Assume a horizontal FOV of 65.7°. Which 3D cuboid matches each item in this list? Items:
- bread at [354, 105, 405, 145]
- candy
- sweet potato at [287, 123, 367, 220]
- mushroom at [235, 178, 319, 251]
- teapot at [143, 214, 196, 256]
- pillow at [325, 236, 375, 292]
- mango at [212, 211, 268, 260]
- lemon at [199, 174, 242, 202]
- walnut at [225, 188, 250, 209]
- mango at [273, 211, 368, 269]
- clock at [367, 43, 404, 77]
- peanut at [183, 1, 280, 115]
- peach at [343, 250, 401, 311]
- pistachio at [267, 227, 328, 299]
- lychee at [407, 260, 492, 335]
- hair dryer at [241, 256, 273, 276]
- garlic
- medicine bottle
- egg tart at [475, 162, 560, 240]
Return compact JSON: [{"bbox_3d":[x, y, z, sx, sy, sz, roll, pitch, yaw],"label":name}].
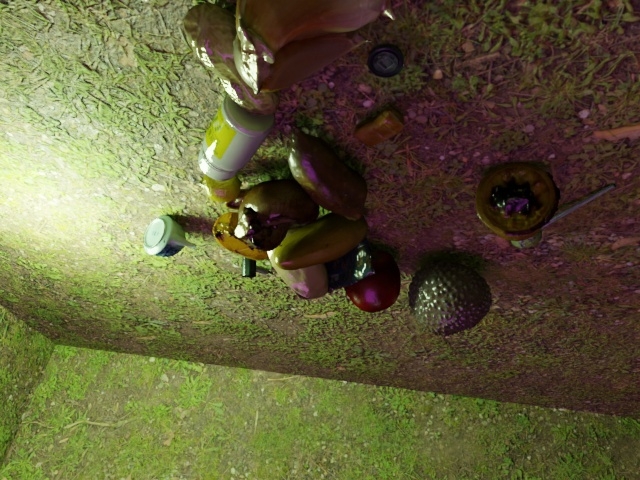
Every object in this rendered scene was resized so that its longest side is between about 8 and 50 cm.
[{"bbox_3d":[0.153,-0.292,1.285,0.132,0.053,0.074,-20,138,42],"label":"bread"},{"bbox_3d":[0.714,-0.074,1.477,0.335,0.092,0.093,-37,89,41],"label":"candy"},{"bbox_3d":[0.010,-0.185,1.411,0.158,0.157,0.370,-17,142,37],"label":"sweet potato"},{"bbox_3d":[-0.140,-0.087,1.513,0.263,0.283,0.195,-11,110,39],"label":"mushroom"},{"bbox_3d":[-0.574,-0.004,1.872,0.232,0.159,0.159,10,155,40],"label":"teapot"},{"bbox_3d":[0.086,0.070,1.771,0.034,0.188,0.256,2,158,-42],"label":"pillow"},{"bbox_3d":[-0.275,-0.005,1.793,0.154,0.126,0.252,-7,147,39],"label":"mango"},{"bbox_3d":[-0.312,-0.173,1.554,0.133,0.109,0.109,1,151,-14],"label":"lemon"},{"bbox_3d":[-0.262,-0.143,1.638,0.121,0.052,0.091,-15,159,28],"label":"walnut"},{"bbox_3d":[0.001,-0.002,1.617,0.332,0.142,0.195,-22,-168,-7],"label":"mango"},{"bbox_3d":[0.149,-0.410,1.132,0.085,0.017,0.085,7,149,4],"label":"clock"},{"bbox_3d":[-0.189,-0.401,1.133,0.120,0.136,0.298,-40,137,1],"label":"peanut"},{"bbox_3d":[0.180,0.152,1.831,0.243,0.243,0.199,-20,180,39],"label":"peach"},{"bbox_3d":[-0.084,0.077,1.772,0.187,0.187,0.299,-25,95,43],"label":"pistachio"},{"bbox_3d":[0.468,0.203,1.804,0.300,0.300,0.300,7,148,4],"label":"lychee"},{"bbox_3d":[-0.252,0.113,2.040,0.057,0.100,0.198,-7,164,27],"label":"hair dryer"},{"bbox_3d":[-0.036,-0.424,0.973,0.249,0.313,0.286,43,160,37],"label":"garlic"},{"bbox_3d":[-0.234,-0.275,1.335,0.143,0.143,0.258,22,147,-19],"label":"medicine bottle"},{"bbox_3d":[0.541,-0.098,1.371,0.215,0.215,0.171,-4,161,21],"label":"egg tart"}]
